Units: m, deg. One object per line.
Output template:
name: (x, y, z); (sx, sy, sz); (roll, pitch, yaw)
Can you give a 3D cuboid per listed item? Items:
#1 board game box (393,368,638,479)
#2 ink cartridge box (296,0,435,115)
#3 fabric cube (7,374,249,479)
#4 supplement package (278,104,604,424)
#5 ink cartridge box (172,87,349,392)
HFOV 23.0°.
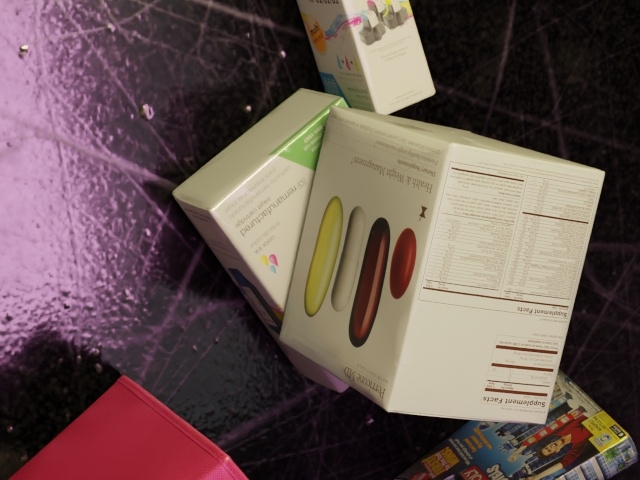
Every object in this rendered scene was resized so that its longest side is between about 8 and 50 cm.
board game box: (0.175, 0.212, 1.450); (0.194, 0.194, 0.060); (-31, 110, -3)
ink cartridge box: (0.026, -0.202, 1.334); (0.061, 0.104, 0.181); (-24, 108, -19)
fabric cube: (-0.142, 0.307, 1.255); (0.258, 0.254, 0.259); (-42, 114, -14)
supplement package: (0.089, 0.016, 1.243); (0.149, 0.194, 0.203); (8, 98, -29)
ink cartridge box: (0.000, 0.000, 1.362); (0.154, 0.093, 0.212); (-40, 115, -15)
